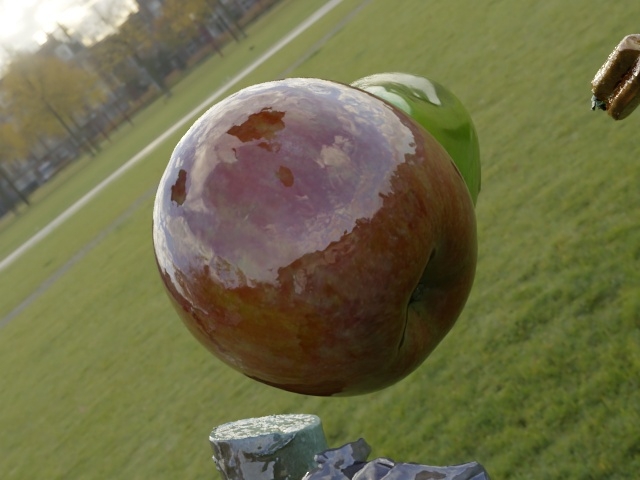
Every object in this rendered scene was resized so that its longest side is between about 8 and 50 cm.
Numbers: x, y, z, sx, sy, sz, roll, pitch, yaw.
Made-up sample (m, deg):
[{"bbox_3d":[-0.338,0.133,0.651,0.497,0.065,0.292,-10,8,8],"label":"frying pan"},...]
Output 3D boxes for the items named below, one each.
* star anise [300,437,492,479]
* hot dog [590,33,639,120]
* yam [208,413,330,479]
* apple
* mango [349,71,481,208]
[{"bbox_3d":[-0.016,0.154,0.431,0.182,0.065,0.195,-40,-2,-24],"label":"star anise"},{"bbox_3d":[0.398,-0.211,1.252,0.055,0.072,0.188,-30,-11,-8],"label":"hot dog"},{"bbox_3d":[-0.012,0.261,0.743,0.093,0.259,0.093,-15,-4,-1],"label":"yam"},{"bbox_3d":[0.000,0.000,0.586,0.174,0.188,0.188,29,60,32],"label":"apple"},{"bbox_3d":[0.061,-0.051,0.858,0.149,0.185,0.273,3,16,15],"label":"mango"}]
